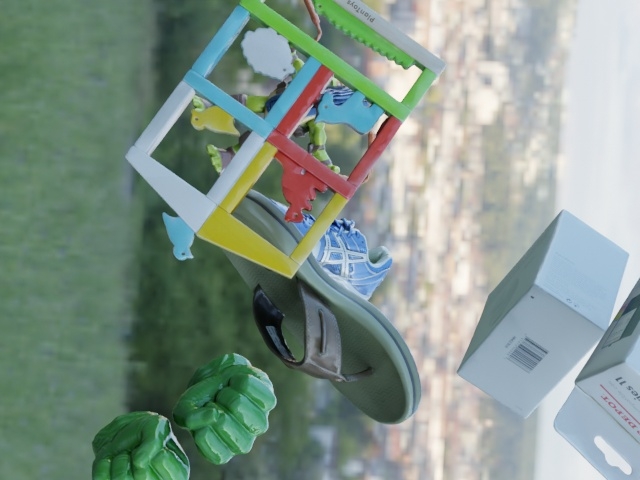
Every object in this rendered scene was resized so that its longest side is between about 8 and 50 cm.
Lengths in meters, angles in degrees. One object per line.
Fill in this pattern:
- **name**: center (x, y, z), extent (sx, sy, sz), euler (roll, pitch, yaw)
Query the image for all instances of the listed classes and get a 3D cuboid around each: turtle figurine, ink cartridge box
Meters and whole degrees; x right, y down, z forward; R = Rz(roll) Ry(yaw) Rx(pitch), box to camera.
- **turtle figurine**: center (-0.053, -0.182, 1.966), extent (0.087, 0.217, 0.269), euler (-73, 146, -81)
- **ink cartridge box**: center (0.480, 0.172, 1.985), extent (0.353, 0.207, 0.119), euler (-51, -172, -32)

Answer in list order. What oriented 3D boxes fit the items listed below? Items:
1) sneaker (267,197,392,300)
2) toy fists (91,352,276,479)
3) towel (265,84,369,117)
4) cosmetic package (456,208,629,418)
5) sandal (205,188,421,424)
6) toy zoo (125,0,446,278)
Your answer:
- **sneaker**: center (0.000, 0.000, 1.706), extent (0.211, 0.081, 0.080), euler (36, 13, -43)
- **toy fists**: center (-0.188, 0.262, 2.023), extent (0.096, 0.279, 0.142), euler (61, -3, -36)
- **towel**: center (-0.002, -0.159, 1.698), extent (0.119, 0.067, 0.029), euler (-15, 104, -49)
- **cosmetic package**: center (0.348, 0.113, 2.322), extent (0.224, 0.138, 0.224), euler (-54, -176, 38)
- **sandal**: center (-0.024, 0.077, 1.482), extent (0.120, 0.303, 0.086), euler (-29, -162, 51)
- **toy zoo**: center (-0.045, -0.101, 1.390), extent (0.293, 0.192, 0.030), euler (-55, 179, -4)
